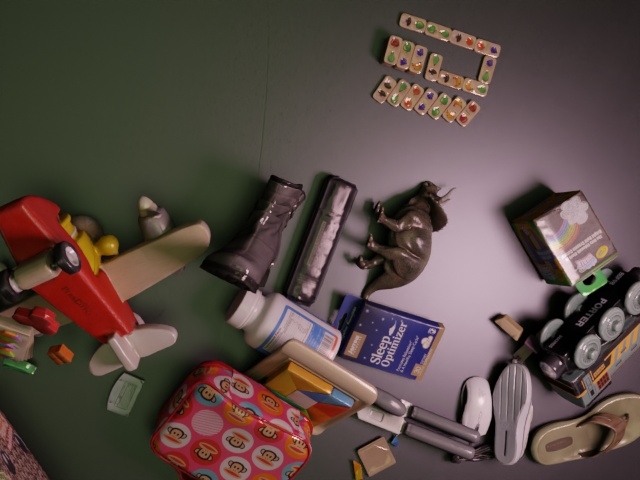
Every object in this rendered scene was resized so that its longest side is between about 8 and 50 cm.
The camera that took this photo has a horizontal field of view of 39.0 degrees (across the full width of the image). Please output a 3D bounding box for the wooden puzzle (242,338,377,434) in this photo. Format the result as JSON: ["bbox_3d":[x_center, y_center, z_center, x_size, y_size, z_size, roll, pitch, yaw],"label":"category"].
[{"bbox_3d":[-0.034,0.308,1.831,0.221,0.238,0.044,33,47,-13],"label":"wooden puzzle"}]

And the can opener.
[{"bbox_3d":[0.207,0.391,1.930,0.280,0.093,0.074,23,79,-5],"label":"can opener"}]

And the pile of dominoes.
[{"bbox_3d":[0.248,-0.357,1.908,0.251,0.040,0.196,15,92,-12],"label":"pile of dominoes"}]

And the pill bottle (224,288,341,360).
[{"bbox_3d":[-0.079,0.182,1.845,0.221,0.124,0.124,33,88,-12],"label":"pill bottle"}]

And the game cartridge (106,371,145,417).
[{"bbox_3d":[-0.400,0.313,1.843,0.056,0.017,0.083,26,89,-17],"label":"game cartridge"}]

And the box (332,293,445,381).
[{"bbox_3d":[0.136,0.208,1.920,0.225,0.036,0.136,18,108,-12],"label":"box"}]

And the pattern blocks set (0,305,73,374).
[{"bbox_3d":[-0.594,0.171,1.644,0.285,0.325,0.026,15,60,-1],"label":"pattern blocks set"}]

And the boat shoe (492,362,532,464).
[{"bbox_3d":[0.426,0.379,2.000,0.075,0.083,0.226,1,100,-56],"label":"boat shoe"}]

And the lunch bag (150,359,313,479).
[{"bbox_3d":[-0.186,0.408,1.824,0.293,0.120,0.258,35,110,-13],"label":"lunch bag"}]

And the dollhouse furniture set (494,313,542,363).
[{"bbox_3d":[0.431,0.215,2.015,0.114,0.091,0.081,42,128,9],"label":"dollhouse furniture set"}]

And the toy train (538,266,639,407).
[{"bbox_3d":[0.610,0.206,1.973,0.334,0.142,0.190,-41,125,-19],"label":"toy train"}]

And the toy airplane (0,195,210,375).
[{"bbox_3d":[-0.435,0.071,1.714,0.386,0.272,0.384,7,131,-21],"label":"toy airplane"}]

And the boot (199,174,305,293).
[{"bbox_3d":[-0.119,-0.025,1.718,0.118,0.338,0.223,26,92,-1],"label":"boot"}]

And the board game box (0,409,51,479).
[{"bbox_3d":[-0.625,0.456,1.698,0.141,0.232,0.291,-33,101,-8],"label":"board game box"}]

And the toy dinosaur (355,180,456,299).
[{"bbox_3d":[0.172,0.013,1.886,0.160,0.121,0.314,19,88,-7],"label":"toy dinosaur"}]

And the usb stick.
[{"bbox_3d":[0.000,0.000,1.885,0.077,0.045,0.278,20,90,-20],"label":"usb stick"}]

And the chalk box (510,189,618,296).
[{"bbox_3d":[0.535,0.015,1.948,0.132,0.132,0.213,-32,96,-9],"label":"chalk box"}]

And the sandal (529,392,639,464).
[{"bbox_3d":[0.620,0.440,2.035,0.302,0.086,0.120,-20,99,-10],"label":"sandal"}]

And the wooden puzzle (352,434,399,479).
[{"bbox_3d":[0.120,0.471,1.970,0.116,0.014,0.079,-19,103,-9],"label":"wooden puzzle"}]

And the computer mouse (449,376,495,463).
[{"bbox_3d":[0.342,0.398,1.995,0.106,0.042,0.193,1,95,-11],"label":"computer mouse"}]
